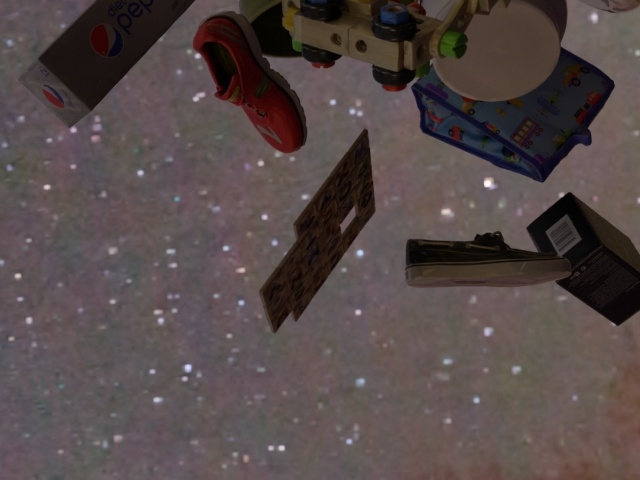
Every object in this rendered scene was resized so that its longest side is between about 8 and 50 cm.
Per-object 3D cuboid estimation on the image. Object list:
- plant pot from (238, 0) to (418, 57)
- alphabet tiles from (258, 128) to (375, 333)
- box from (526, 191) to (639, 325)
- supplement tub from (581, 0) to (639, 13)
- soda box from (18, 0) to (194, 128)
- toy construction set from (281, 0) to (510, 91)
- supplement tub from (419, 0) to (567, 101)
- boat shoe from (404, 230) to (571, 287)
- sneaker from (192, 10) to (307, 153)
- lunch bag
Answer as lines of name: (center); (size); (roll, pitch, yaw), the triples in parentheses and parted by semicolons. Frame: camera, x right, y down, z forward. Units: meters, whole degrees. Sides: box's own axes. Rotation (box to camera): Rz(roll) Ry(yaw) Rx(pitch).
plant pot: (-0.020, -0.606, 2.320); (0.366, 0.366, 0.353); (7, -113, -60)
alphabet tiles: (0.000, 0.000, 1.430); (0.237, 0.009, 0.198); (-54, -20, -21)
box: (0.488, 0.034, 2.033); (0.207, 0.108, 0.153); (32, -155, -36)
supplement tub: (0.294, -0.363, 1.033); (0.272, 0.191, 0.191); (-50, -34, 6)
soda box: (-0.274, -0.288, 1.549); (0.098, 0.091, 0.286); (44, -120, -16)
toy construction set: (0.084, -0.277, 1.323); (0.215, 0.327, 0.151); (-37, -58, -40)
supplement tub: (0.268, -0.392, 1.798); (0.316, 0.228, 0.228); (-85, -28, -44)
boat shoe: (0.221, 0.022, 1.512); (0.078, 0.219, 0.070); (74, -164, -74)
sneaker: (-0.131, -0.256, 1.968); (0.279, 0.107, 0.118); (55, -140, -14)
lunch bag: (0.343, -0.242, 1.961); (0.221, 0.293, 0.138); (-48, -31, -17)
